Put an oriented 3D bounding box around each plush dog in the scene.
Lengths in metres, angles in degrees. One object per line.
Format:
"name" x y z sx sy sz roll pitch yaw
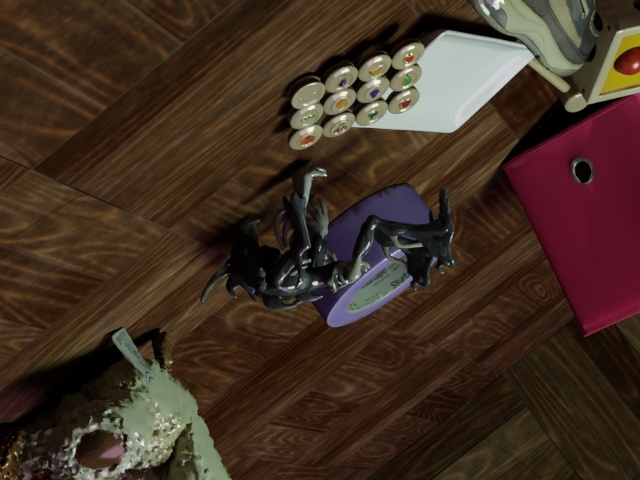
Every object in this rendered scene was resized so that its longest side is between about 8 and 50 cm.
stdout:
"plush dog" -0.256 0.230 2.040 0.225 0.210 0.262 -28 140 23

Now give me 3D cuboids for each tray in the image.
"tray" 0.130 -0.175 1.900 0.145 0.030 0.270 -44 162 22

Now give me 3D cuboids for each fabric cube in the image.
"fabric cube" 0.448 -0.058 2.372 0.259 0.258 0.254 -20 173 -44

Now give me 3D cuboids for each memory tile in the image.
"memory tile" 0.035 -0.143 1.753 0.148 0.012 0.113 -21 150 -15

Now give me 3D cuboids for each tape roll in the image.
"tape roll" 0.063 0.019 2.208 0.189 0.080 0.189 -34 163 -12

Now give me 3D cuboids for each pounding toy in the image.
"pounding toy" 0.328 -0.203 2.041 0.181 0.094 0.206 -14 148 -19

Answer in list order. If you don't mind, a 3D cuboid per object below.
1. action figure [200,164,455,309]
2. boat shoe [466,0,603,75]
"action figure" 0.000 0.000 1.940 0.276 0.141 0.164 -7 167 -6
"boat shoe" 0.222 -0.252 1.697 0.130 0.132 0.355 -41 165 15
